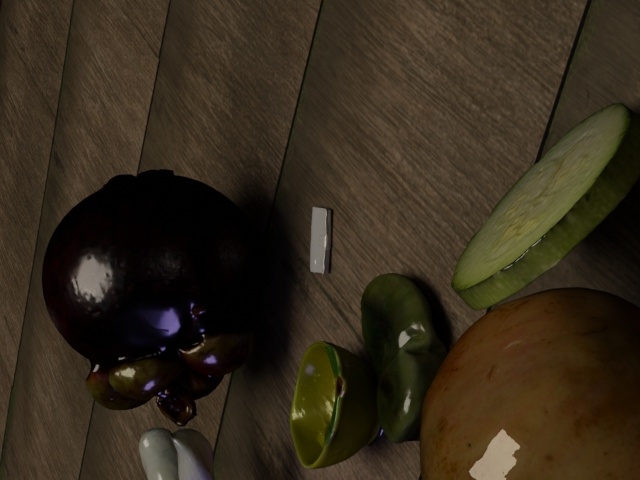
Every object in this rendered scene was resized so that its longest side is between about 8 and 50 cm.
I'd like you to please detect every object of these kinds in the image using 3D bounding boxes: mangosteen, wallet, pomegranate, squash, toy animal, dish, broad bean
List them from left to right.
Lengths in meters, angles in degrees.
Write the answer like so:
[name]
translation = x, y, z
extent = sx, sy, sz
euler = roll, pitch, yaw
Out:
[mangosteen]
translation = -0.217, 0.081, 1.882
extent = 0.307, 0.306, 0.347
euler = -29, 69, 60
[toy animal]
translation = -0.160, 0.427, 1.835
extent = 0.196, 0.241, 0.368
euler = -15, 77, 60
[wallet]
translation = 0.000, 0.000, 1.767
extent = 0.044, 0.011, 0.083
euler = 12, 100, 62
[dish]
translation = 0.027, 0.191, 1.633
extent = 0.207, 0.080, 0.149
euler = 140, 133, -66
[broad bean]
translation = 0.093, 0.134, 1.541
extent = 0.207, 0.072, 0.153
euler = -107, 30, -50
[squash]
translation = 0.197, -0.023, 1.194
extent = 0.219, 0.041, 0.219
euler = -47, 7, 8
[pomegranate]
translation = 0.214, 0.149, 1.120
extent = 0.270, 0.229, 0.252
euler = -46, 15, 23
